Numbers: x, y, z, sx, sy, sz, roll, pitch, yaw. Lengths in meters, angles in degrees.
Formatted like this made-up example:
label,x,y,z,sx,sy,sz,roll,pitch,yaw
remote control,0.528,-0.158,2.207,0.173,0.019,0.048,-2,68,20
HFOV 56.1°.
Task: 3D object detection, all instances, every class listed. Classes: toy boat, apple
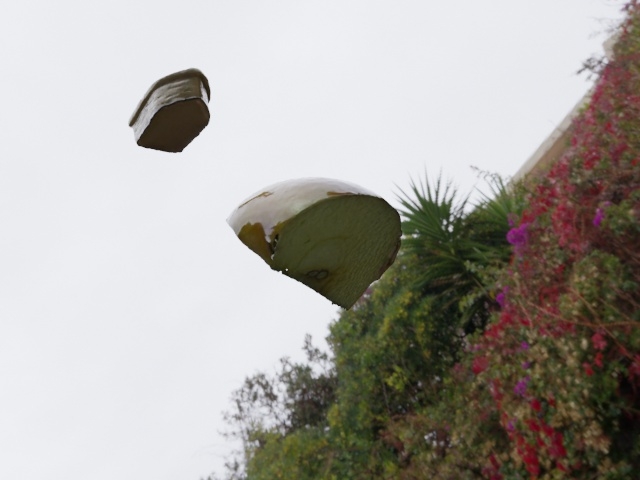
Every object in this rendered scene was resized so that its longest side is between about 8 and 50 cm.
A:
label,x,y,z,sx,sy,sz,roll,pitch,yaw
toy boat,-0.265,-0.235,1.103,0.116,0.061,0.188,8,-33,-40
apple,0.000,0.000,1.010,0.346,0.254,0.179,37,-119,-56
